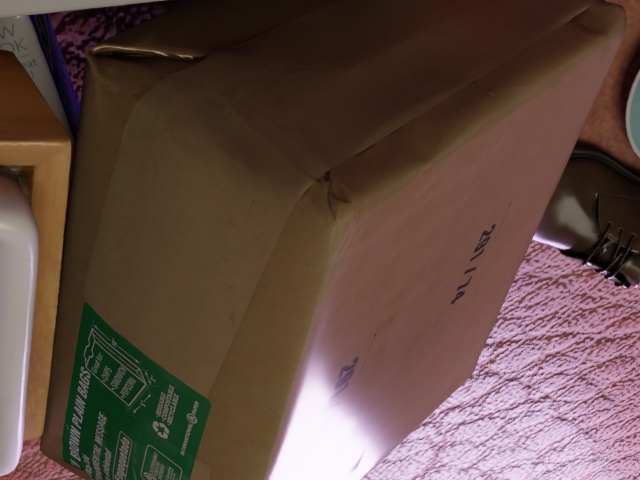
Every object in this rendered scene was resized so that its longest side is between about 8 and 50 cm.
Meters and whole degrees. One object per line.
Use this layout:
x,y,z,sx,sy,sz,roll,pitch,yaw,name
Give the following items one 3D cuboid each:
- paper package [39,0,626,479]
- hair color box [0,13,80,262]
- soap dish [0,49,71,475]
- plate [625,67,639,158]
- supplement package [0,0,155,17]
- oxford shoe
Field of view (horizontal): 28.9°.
0.000,0.000,0.750,0.309,0.168,0.325,-35,152,-42,paper package
-0.229,-0.016,0.788,0.185,0.110,0.339,-15,135,-4,hair color box
-0.250,0.020,0.622,0.228,0.118,0.291,0,146,-16,soap dish
0.315,-0.126,0.941,0.188,0.024,0.188,-10,136,-10,plate
-0.140,-0.220,0.559,0.292,0.178,0.175,-9,136,-12,supplement package
0.219,-0.014,0.967,0.227,0.096,0.083,8,132,-25,oxford shoe
